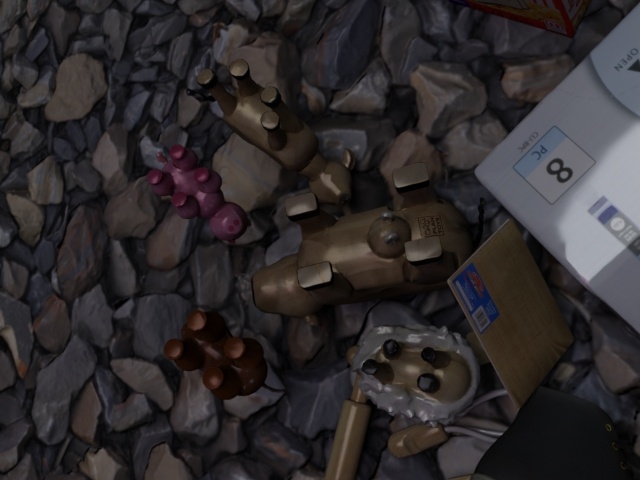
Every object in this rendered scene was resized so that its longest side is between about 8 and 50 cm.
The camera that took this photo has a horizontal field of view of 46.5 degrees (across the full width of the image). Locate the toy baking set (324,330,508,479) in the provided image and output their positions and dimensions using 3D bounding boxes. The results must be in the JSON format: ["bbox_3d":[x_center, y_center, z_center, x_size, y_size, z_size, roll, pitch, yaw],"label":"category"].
[{"bbox_3d":[0.101,0.195,0.696,0.196,0.030,0.256,7,82,27],"label":"toy baking set"}]

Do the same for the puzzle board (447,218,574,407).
[{"bbox_3d":[0.161,0.060,0.627,0.011,0.096,0.128,-12,112,55],"label":"puzzle board"}]

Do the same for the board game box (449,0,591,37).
[{"bbox_3d":[0.154,-0.265,0.677,0.146,0.193,0.045,29,93,32],"label":"board game box"}]

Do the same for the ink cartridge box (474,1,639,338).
[{"bbox_3d":[0.357,-0.032,0.570,0.308,0.091,0.385,-46,60,12],"label":"ink cartridge box"}]

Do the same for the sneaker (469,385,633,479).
[{"bbox_3d":[0.238,0.210,0.584,0.222,0.083,0.118,31,70,16],"label":"sneaker"}]

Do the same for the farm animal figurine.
[{"bbox_3d":[0.000,0.000,0.727,0.326,0.172,0.331,3,74,17],"label":"farm animal figurine"}]
